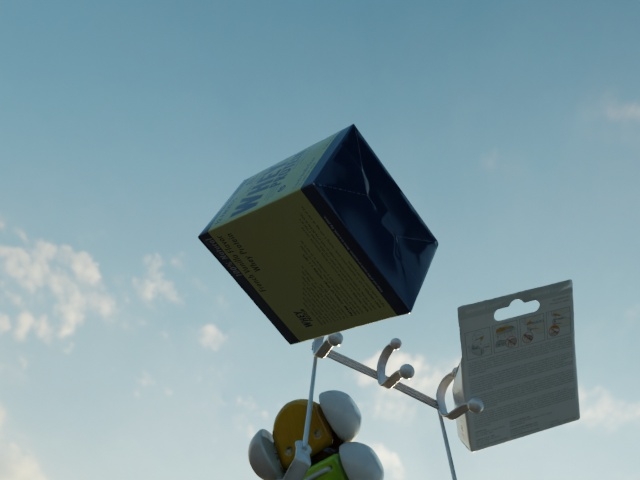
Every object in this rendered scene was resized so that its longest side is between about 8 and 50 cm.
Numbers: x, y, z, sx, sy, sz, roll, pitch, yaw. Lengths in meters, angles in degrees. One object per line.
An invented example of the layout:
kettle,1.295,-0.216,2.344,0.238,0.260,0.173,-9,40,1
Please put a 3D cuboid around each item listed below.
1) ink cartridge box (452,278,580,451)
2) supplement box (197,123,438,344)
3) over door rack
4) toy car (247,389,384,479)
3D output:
ink cartridge box,0.287,0.180,1.047,0.189,0.066,0.232,-12,-79,-13
supplement box,0.000,0.000,0.368,0.083,0.056,0.083,-22,-65,39
over door rack,0.093,0.232,0.941,0.240,0.324,0.108,26,-61,-6
toy car,0.004,0.302,0.932,0.159,0.182,0.136,-31,-42,6
